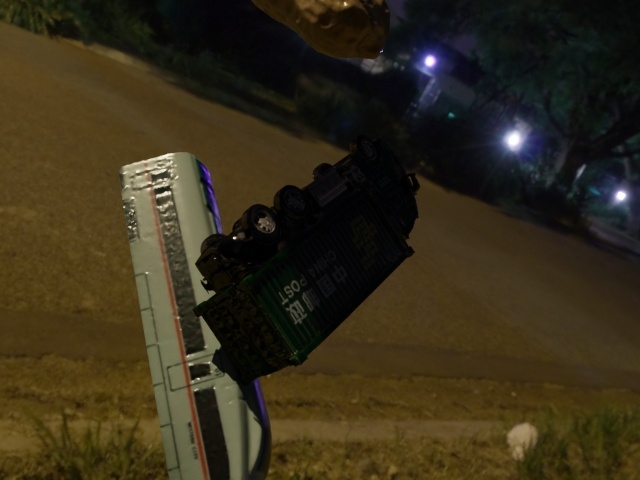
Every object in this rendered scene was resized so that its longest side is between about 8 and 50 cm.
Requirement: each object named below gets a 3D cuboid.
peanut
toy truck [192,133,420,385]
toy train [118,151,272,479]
[{"bbox_3d":[-0.013,-0.396,1.030,0.291,0.143,0.159,45,-1,30],"label":"peanut"},{"bbox_3d":[0.000,0.000,0.589,0.121,0.088,0.259,56,44,-5],"label":"toy truck"},{"bbox_3d":[-0.102,0.109,0.573,0.086,0.088,0.407,85,-11,-63],"label":"toy train"}]
